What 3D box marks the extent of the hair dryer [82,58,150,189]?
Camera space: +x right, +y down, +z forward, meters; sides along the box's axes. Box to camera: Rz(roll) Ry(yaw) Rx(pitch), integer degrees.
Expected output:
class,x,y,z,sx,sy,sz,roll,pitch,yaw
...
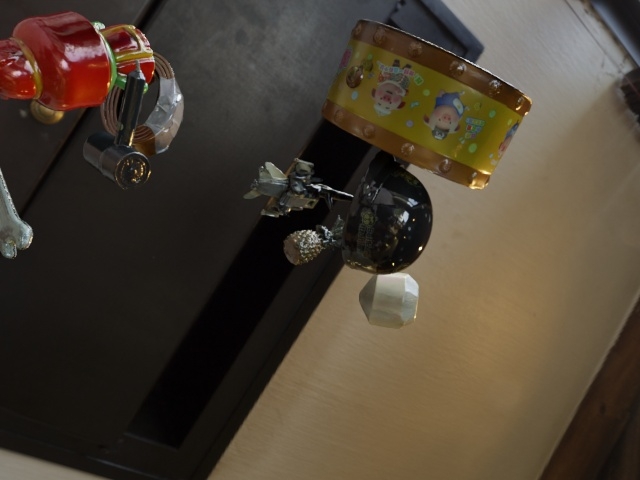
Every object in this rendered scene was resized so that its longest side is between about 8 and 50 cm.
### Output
class,x,y,z,sx,sy,sz,roll,pitch,yaw
hair dryer,-0.347,-0.210,0.917,0.124,0.071,0.219,33,-66,30

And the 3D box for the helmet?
class,x,y,z,sx,sy,sz,roll,pitch,yaw
helmet,0.161,-0.044,1.121,0.230,0.160,0.279,-31,140,-54

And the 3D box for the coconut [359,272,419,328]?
class,x,y,z,sx,sy,sz,roll,pitch,yaw
coconut,0.258,0.221,1.995,0.241,0.241,0.241,-39,-147,31

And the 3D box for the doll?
class,x,y,z,sx,sy,sz,roll,pitch,yaw
doll,-0.484,-0.339,0.990,0.363,0.183,0.160,-33,-179,-43

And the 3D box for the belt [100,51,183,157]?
class,x,y,z,sx,sy,sz,roll,pitch,yaw
belt,-0.447,-0.343,1.324,0.105,0.184,0.261,112,-18,-73

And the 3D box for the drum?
class,x,y,z,sx,sy,sz,roll,pitch,yaw
drum,0.226,-0.294,1.149,0.214,0.431,0.431,-64,-155,17

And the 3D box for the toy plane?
class,x,y,z,sx,sy,sz,roll,pitch,yaw
toy plane,-0.029,-0.100,1.142,0.192,0.262,0.088,-51,-147,46

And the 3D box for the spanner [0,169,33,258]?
class,x,y,z,sx,sy,sz,roll,pitch,yaw
spanner,-0.483,-0.103,0.759,0.071,0.017,0.302,-37,-110,20

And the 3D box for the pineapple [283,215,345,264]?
class,x,y,z,sx,sy,sz,roll,pitch,yaw
pineapple,0.000,0.000,1.794,0.251,0.125,0.125,-23,-166,-27
